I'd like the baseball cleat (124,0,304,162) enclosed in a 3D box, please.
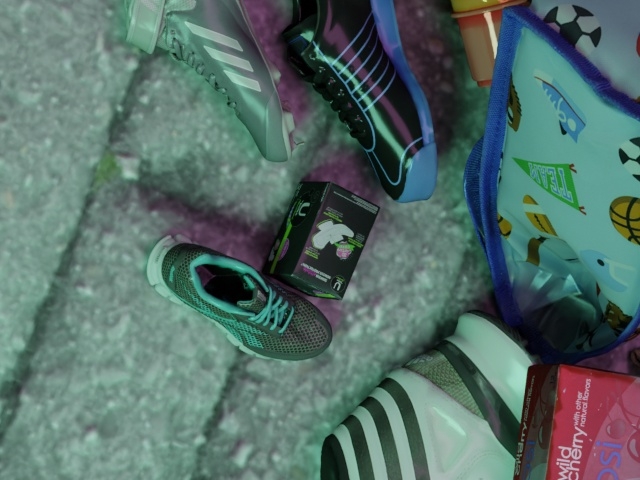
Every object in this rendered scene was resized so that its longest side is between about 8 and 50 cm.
[{"bbox_3d":[-0.092,-0.148,1.573,0.109,0.072,0.206,-21,95,-9],"label":"baseball cleat"}]

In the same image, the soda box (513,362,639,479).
[{"bbox_3d":[0.194,0.230,1.537,0.092,0.083,0.263,10,83,-10],"label":"soda box"}]

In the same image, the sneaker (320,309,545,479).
[{"bbox_3d":[0.151,0.306,1.653,0.257,0.169,0.447,-34,96,-11],"label":"sneaker"}]

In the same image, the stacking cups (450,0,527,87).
[{"bbox_3d":[0.115,-0.284,1.650,0.096,0.096,0.316,-16,101,-23],"label":"stacking cups"}]

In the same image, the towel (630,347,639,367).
[{"bbox_3d":[0.354,0.129,1.753,0.148,0.110,0.027,5,121,-21],"label":"towel"}]

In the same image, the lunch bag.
[{"bbox_3d":[0.299,-0.088,1.616,0.328,0.385,0.239,-33,61,-20],"label":"lunch bag"}]

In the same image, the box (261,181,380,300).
[{"bbox_3d":[0.000,0.000,1.609,0.052,0.062,0.083,27,79,-24],"label":"box"}]

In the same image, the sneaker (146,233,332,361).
[{"bbox_3d":[-0.057,0.051,1.577,0.166,0.076,0.065,26,81,-23],"label":"sneaker"}]

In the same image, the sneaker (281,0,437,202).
[{"bbox_3d":[0.023,-0.135,1.613,0.090,0.081,0.232,-17,91,-20],"label":"sneaker"}]
